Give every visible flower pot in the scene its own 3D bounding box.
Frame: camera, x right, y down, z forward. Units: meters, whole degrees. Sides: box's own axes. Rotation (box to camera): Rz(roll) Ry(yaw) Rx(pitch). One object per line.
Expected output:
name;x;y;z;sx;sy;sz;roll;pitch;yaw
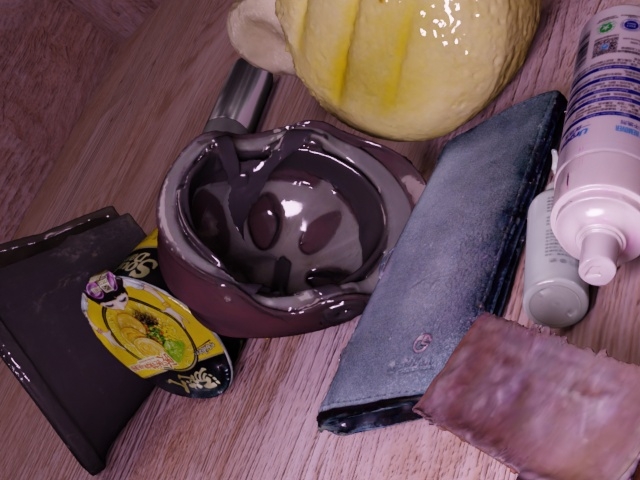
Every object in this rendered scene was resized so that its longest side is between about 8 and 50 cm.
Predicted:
flower pot;-0.319;0.109;2.042;0.251;0.379;0.379;-36;15;-13

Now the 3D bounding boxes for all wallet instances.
wallet;0.126;0.017;1.453;0.190;0.046;0.379;-21;35;47

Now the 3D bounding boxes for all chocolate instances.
chocolate;0.180;0.138;1.024;0.112;0.112;0.321;-54;17;-6

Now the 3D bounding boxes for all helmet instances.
helmet;-0.037;0.008;1.618;0.177;0.305;0.225;116;153;-54

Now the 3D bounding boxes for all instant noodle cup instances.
instant noodle cup;-0.151;0.047;1.880;0.215;0.215;0.236;-29;22;51

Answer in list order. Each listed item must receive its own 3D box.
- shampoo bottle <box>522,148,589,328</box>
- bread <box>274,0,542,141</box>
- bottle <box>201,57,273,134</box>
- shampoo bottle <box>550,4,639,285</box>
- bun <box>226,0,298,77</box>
shampoo bottle;0.207;-0.006;1.302;0.056;0.056;0.195;-41;20;33
bread;0.095;-0.270;1.667;0.320;0.320;0.237;-38;10;40
bottle;-0.134;-0.208;2.481;0.096;0.079;0.254;-1;40;18
shampoo bottle;0.250;-0.078;1.273;0.092;0.092;0.303;-37;25;40
bun;0.021;-0.391;2.168;0.352;0.227;0.349;-63;14;3
